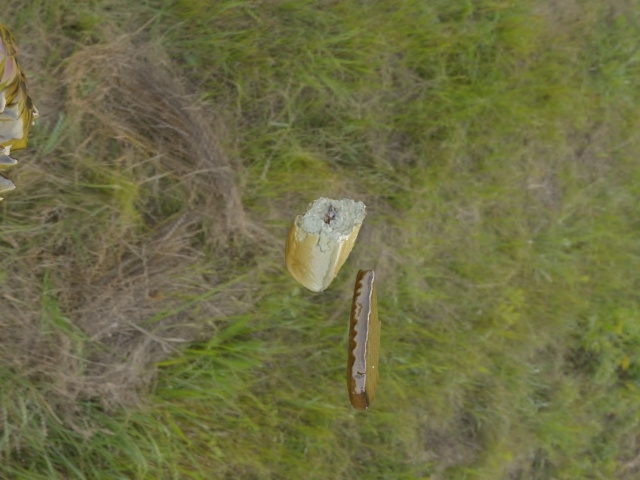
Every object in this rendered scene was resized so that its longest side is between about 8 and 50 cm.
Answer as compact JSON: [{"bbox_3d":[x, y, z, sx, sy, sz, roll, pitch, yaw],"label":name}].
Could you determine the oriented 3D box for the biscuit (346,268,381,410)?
[{"bbox_3d":[0.058,0.129,1.052,0.176,0.031,0.228,-67,159,-65],"label":"biscuit"}]

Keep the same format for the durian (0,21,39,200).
[{"bbox_3d":[-0.183,-0.085,0.318,0.112,0.341,0.191,-4,58,-6],"label":"durian"}]

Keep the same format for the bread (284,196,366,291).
[{"bbox_3d":[0.001,0.000,1.051,0.106,0.082,0.125,-64,173,29],"label":"bread"}]
